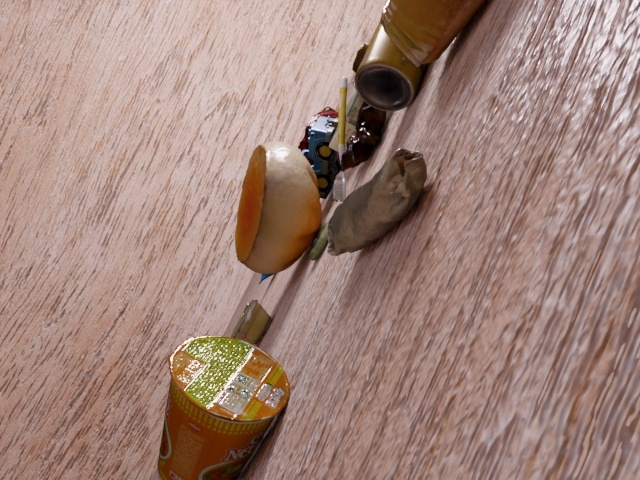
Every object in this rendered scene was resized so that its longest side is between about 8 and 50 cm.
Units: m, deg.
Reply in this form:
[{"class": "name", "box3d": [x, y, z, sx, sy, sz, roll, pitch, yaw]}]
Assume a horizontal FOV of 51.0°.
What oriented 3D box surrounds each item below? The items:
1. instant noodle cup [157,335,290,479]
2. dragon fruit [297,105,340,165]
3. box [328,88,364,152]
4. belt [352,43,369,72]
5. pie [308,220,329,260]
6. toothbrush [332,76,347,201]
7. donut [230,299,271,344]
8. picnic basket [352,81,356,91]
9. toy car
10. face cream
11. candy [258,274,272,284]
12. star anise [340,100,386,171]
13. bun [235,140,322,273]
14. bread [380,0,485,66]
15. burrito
[{"class": "instant noodle cup", "box3d": [-0.148, 0.251, 0.913, 0.168, 0.168, 0.185, -77, 8, -65]}, {"class": "dragon fruit", "box3d": [0.016, -0.249, 1.724, 0.161, 0.120, 0.127, -63, -1, 42]}, {"class": "box", "box3d": [0.113, -0.313, 1.415, 0.256, 0.069, 0.164, -55, 10, 51]}, {"class": "belt", "box3d": [0.088, -0.377, 1.398, 0.059, 0.036, 0.083, -64, 4, 4]}, {"class": "pie", "box3d": [0.000, 0.000, 1.277, 0.084, 0.021, 0.084, -61, 7, 13]}, {"class": "toothbrush", "box3d": [0.040, -0.209, 1.350, 0.021, 0.024, 0.288, 133, 143, -61]}, {"class": "donut", "box3d": [-0.161, 0.198, 1.564, 0.108, 0.065, 0.166, -65, 8, -12]}, {"class": "picnic basket", "box3d": [0.115, -0.364, 1.667, 0.083, 0.065, 0.083, -109, 37, -50]}, {"class": "toy car", "box3d": [-0.005, -0.200, 1.567, 0.097, 0.100, 0.191, -60, -20, -53]}, {"class": "face cream", "box3d": [0.160, -0.380, 1.171, 0.349, 0.105, 0.105, -67, 8, -32]}, {"class": "candy", "box3d": [-0.137, 0.070, 2.025, 0.136, 0.038, 0.088, -52, -3, 26]}, {"class": "star anise", "box3d": [0.085, -0.200, 1.270, 0.168, 0.057, 0.168, 20, -90, -90]}, {"class": "bun", "box3d": [-0.083, -0.067, 1.493, 0.299, 0.164, 0.299, -169, 90, -71]}, {"class": "bread", "box3d": [0.186, -0.379, 0.893, 0.288, 0.119, 0.153, -55, 8, 46]}, {"class": "burrito", "box3d": [0.063, -0.041, 0.795, 0.275, 0.059, 0.082, 136, 153, -71]}]
